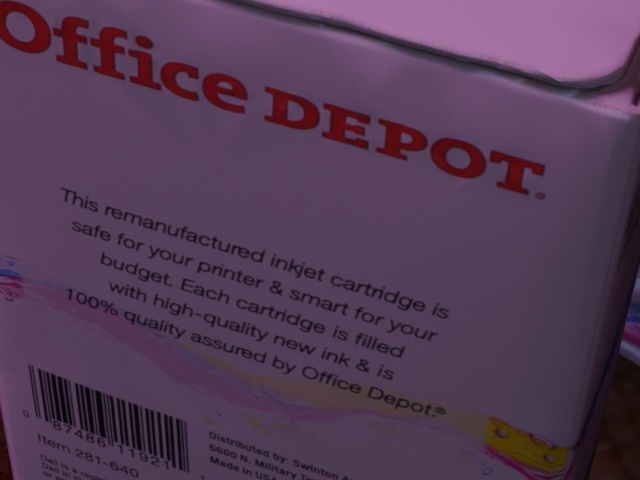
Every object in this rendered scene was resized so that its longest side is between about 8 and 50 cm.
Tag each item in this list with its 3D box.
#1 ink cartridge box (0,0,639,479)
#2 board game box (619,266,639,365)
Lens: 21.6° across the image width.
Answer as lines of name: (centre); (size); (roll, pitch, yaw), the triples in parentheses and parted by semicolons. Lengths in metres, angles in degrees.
ink cartridge box: (0.000, 0.000, 0.546); (0.201, 0.117, 0.278); (17, 138, 14)
board game box: (0.130, -0.142, 0.555); (0.390, 0.050, 0.390); (31, 118, -4)
